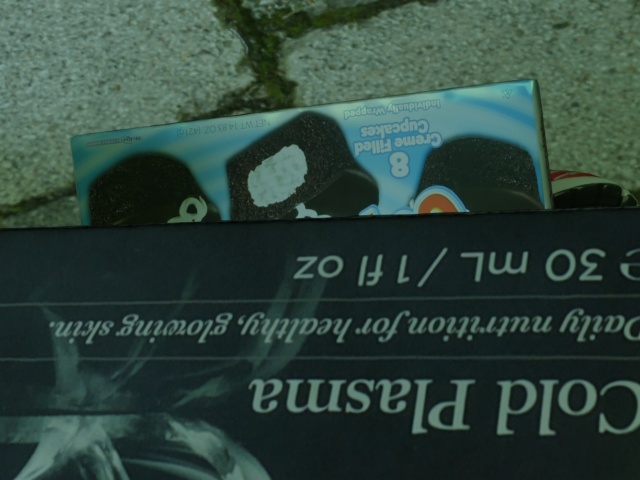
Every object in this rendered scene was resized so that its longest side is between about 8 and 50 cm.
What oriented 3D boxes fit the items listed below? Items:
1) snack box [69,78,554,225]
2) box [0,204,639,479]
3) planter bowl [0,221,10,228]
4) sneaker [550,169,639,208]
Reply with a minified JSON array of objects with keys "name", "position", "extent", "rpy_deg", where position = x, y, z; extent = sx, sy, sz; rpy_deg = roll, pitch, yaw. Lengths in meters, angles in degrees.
[{"name":"snack box","position":[0.000,0.000,1.346],"extent":[0.322,0.060,0.187],"rpy_deg":[-7,94,9]},{"name":"box","position":[-0.049,0.258,0.854],"extent":[0.480,0.297,0.471],"rpy_deg":[-2,61,19]},{"name":"planter bowl","position":[-0.261,0.027,1.341],"extent":[0.162,0.162,0.109],"rpy_deg":[28,83,22]},{"name":"sneaker","position":[0.094,-0.004,1.447],"extent":[0.279,0.107,0.118],"rpy_deg":[-3,17,-12]}]
